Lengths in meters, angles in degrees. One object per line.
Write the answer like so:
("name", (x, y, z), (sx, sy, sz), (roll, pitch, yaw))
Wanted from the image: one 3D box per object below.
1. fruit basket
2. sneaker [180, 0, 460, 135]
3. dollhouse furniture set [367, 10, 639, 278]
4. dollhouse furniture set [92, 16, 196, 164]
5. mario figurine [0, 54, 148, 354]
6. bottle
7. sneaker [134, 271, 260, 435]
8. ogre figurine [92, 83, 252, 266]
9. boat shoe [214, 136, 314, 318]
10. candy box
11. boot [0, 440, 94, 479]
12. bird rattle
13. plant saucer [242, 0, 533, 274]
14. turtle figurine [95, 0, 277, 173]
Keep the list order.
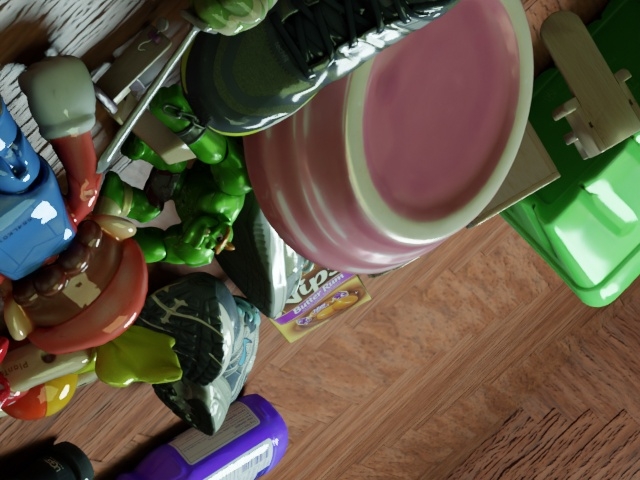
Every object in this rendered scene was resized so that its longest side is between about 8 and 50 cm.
("fruit basket", (0.402, -0.115, 1.937), (0.392, 0.283, 0.392), (-22, 139, -21))
("sneaker", (0.025, -0.182, 1.124), (0.300, 0.111, 0.121), (-39, -166, -18))
("dollhouse furniture set", (0.154, -0.109, 1.701), (0.303, 0.174, 0.355), (-30, 179, -6))
("dollhouse furniture set", (-0.116, -0.111, 1.172), (0.081, 0.114, 0.091), (-46, 157, -4))
("mario figurine", (-0.248, -0.027, 1.140), (0.198, 0.170, 0.320), (-9, 151, 12))
("bottle", (-0.171, 0.295, 1.883), (0.283, 0.092, 0.118), (-29, 154, -33))
("sneaker", (-0.119, 0.092, 1.612), (0.122, 0.110, 0.283), (-53, 168, -27))
("ogre figurine", (-0.121, -0.042, 1.292), (0.118, 0.097, 0.197), (18, 112, -19))
("boat shoe", (-0.044, -0.040, 1.441), (0.103, 0.118, 0.320), (-32, 149, -22))
("candy box", (-0.021, 0.040, 1.665), (0.109, 0.053, 0.186), (-29, 152, 3))
("boot", (-0.359, 0.334, 1.609), (0.207, 0.094, 0.246), (-19, 142, -54))
("bird rattle", (-0.257, 0.125, 1.366), (0.253, 0.143, 0.207), (-29, 172, -25))
("plant saucer", (0.078, -0.126, 1.314), (0.332, 0.084, 0.332), (-20, 118, -42))
("turtle figurine", (-0.112, -0.202, 0.866), (0.275, 0.198, 0.266), (-16, 137, -9))
